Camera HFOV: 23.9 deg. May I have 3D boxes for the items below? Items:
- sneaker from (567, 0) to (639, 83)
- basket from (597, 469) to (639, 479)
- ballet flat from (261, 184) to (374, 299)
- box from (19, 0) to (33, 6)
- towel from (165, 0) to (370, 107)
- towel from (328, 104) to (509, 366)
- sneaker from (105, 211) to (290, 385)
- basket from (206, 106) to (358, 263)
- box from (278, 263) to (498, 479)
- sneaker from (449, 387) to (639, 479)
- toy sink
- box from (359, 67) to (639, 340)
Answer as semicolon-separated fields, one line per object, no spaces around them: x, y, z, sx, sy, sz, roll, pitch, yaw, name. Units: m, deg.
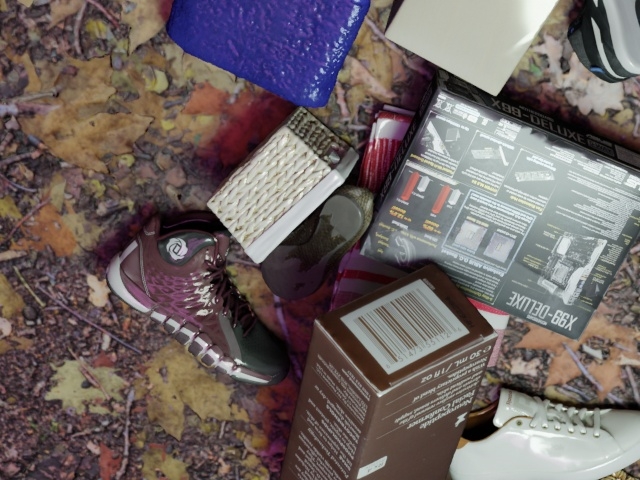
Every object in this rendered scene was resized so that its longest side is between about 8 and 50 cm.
0.323;-0.289;1.757;0.079;0.121;0.217;-7;86;-23;sneaker
0.418;0.493;2.129;0.299;0.223;0.213;35;149;-10;basket
0.000;0.000;1.926;0.084;0.058;0.250;45;139;3;ballet flat
-0.371;-0.406;1.820;0.164;0.021;0.201;34;117;-9;box
-0.036;-0.331;1.790;0.227;0.076;0.308;26;118;2;towel
0.151;0.002;1.949;0.237;0.037;0.329;13;117;0;towel
-0.131;0.064;1.981;0.281;0.106;0.162;33;113;-9;sneaker
-0.050;-0.073;1.890;0.103;0.113;0.167;44;113;-6;basket
0.074;0.227;1.907;0.143;0.191;0.381;49;147;28;box
0.299;0.253;2.015;0.290;0.106;0.123;-11;117;14;sneaker
0.197;-0.315;1.730;0.152;0.131;0.234;27;122;-6;toy sink
0.234;-0.040;1.862;0.307;0.076;0.242;21;115;-6;box
